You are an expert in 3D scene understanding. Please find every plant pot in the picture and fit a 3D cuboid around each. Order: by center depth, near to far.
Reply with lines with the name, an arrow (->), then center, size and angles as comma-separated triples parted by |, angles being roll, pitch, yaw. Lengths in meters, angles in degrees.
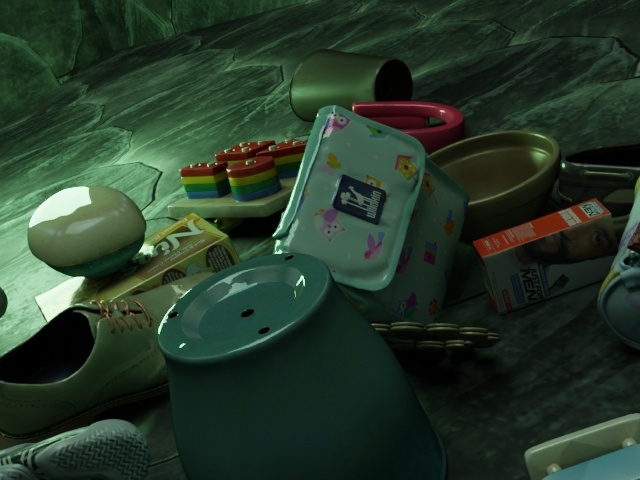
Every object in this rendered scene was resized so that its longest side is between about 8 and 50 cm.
plant pot -> -0.034, 0.163, 0.916 | 0.272, 0.255, 0.271 | -17, 25, 8
plant pot -> 0.246, -0.065, 1.328 | 0.237, 0.109, 0.237 | -16, 25, 8

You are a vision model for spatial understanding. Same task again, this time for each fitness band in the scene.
fitness band -> 0.132, -0.217, 1.730 | 0.291, 0.054, 0.209 | -1, 25, 7

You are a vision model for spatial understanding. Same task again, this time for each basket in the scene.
basket -> 0.078, -0.340, 1.974 | 0.227, 0.154, 0.204 | 11, 42, 44

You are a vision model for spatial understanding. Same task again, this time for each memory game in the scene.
memory game -> 0.116, 0.114, 1.040 | 0.186, 0.012, 0.186 | 2, -13, 1

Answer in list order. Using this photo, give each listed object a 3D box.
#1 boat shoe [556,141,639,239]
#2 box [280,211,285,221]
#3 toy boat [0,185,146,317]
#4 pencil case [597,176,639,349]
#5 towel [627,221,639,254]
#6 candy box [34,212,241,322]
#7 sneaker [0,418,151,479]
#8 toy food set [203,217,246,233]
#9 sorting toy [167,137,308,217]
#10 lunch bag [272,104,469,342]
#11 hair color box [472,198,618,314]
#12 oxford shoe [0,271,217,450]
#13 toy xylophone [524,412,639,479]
boat shoe -> 0.489, -0.099, 1.182 | 0.356, 0.130, 0.132 | -15, 26, 12
box -> 0.000, 0.000, 1.398 | 0.101, 0.102, 0.087 | -18, 23, 9
toy boat -> -0.447, 0.020, 1.490 | 0.318, 0.148, 0.267 | -22, 24, -17
pencil case -> 0.402, 0.009, 1.041 | 0.113, 0.124, 0.273 | -34, 10, 41
towel -> 0.493, -0.027, 0.995 | 0.237, 0.037, 0.329 | 32, 44, 11
candy box -> -0.303, 0.077, 1.493 | 0.317, 0.087, 0.183 | -29, 25, -17
sneaker -> -0.388, 0.288, 1.076 | 0.366, 0.137, 0.210 | -28, 28, -7
toy food set -> -0.194, -0.048, 1.718 | 0.132, 0.038, 0.192 | 5, 35, 43
sorting toy -> -0.125, -0.128, 1.711 | 0.256, 0.089, 0.257 | 1, 21, 39
lunch bag -> 0.055, -0.016, 1.116 | 0.160, 0.262, 0.223 | 1, 64, 39
hair color box -> 0.290, 0.021, 1.140 | 0.167, 0.093, 0.053 | -21, 26, 3
oxford shoe -> -0.270, 0.138, 1.219 | 0.140, 0.146, 0.397 | 37, 52, 26
toy xylophone -> 0.235, 0.277, 0.683 | 0.236, 0.081, 0.322 | -24, 25, -4
